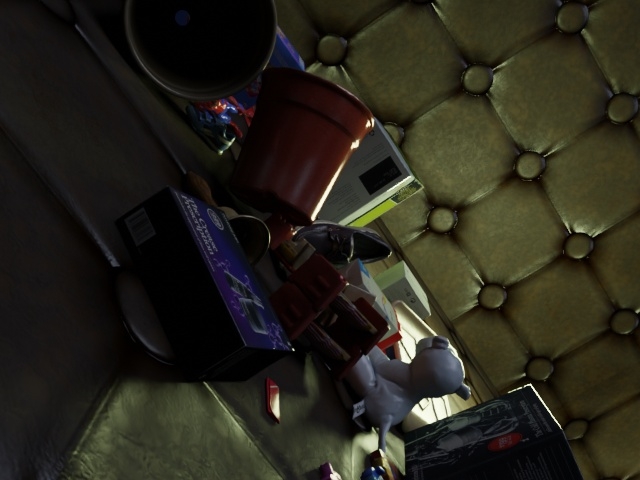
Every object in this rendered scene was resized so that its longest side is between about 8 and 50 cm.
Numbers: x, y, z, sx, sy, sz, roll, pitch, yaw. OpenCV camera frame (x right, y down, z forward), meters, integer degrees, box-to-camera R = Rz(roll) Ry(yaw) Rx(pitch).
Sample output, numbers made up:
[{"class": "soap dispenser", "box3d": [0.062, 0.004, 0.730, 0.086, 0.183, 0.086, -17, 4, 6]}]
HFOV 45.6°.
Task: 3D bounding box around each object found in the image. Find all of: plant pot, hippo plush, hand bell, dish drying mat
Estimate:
[{"class": "plant pot", "box3d": [-0.057, -0.189, 1.653, 0.272, 0.265, 0.272, 23, -11, 5]}, {"class": "hippo plush", "box3d": [0.182, 0.279, 1.656, 0.234, 0.236, 0.294, 58, 11, 1]}, {"class": "hand bell", "box3d": [-0.198, -0.055, 1.372, 0.126, 0.126, 0.242, 46, 3, -46]}, {"class": "dish drying mat", "box3d": [-0.075, 0.255, 1.218, 0.032, 0.008, 0.083, 53, 12, -26]}, {"class": "plant pot", "box3d": [-0.284, -0.486, 1.685, 0.323, 0.323, 0.280, 52, -4, -25]}]

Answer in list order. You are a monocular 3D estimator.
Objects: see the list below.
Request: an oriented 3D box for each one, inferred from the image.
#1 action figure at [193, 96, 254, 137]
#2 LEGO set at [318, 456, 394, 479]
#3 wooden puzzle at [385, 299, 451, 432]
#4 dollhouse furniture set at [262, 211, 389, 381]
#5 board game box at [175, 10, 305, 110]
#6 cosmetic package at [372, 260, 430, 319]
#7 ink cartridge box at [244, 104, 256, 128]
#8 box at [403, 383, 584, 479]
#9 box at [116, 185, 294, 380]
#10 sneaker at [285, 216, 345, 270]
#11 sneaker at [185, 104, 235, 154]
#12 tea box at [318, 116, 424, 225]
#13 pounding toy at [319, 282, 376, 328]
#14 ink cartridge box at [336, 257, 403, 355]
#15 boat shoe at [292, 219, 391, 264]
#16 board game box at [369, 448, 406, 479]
[{"class": "action figure", "box3d": [-0.219, -0.301, 1.881, 0.139, 0.091, 0.280, 52, 9, 19]}, {"class": "LEGO set", "box3d": [0.084, 0.411, 1.276, 0.227, 0.087, 0.093, 48, 15, -44]}, {"class": "wooden puzzle", "box3d": [0.252, 0.373, 2.005, 0.322, 0.080, 0.348, 43, 36, -47]}, {"class": "dollhouse furniture set", "box3d": [-0.046, 0.089, 1.546, 0.201, 0.152, 0.374, 46, -1, -42]}, {"class": "board game box", "box3d": [-0.235, -0.562, 2.150, 0.347, 0.233, 0.078, 51, 18, -30]}, {"class": "cosmetic package", "box3d": [0.235, 0.180, 2.364, 0.151, 0.151, 0.184, 57, 11, -10]}, {"class": "ink cartridge box", "box3d": [-0.161, -0.356, 2.371, 0.239, 0.060, 0.275, 46, 16, -49]}, {"class": "box", "box3d": [0.344, 0.467, 1.545, 0.343, 0.312, 0.179, -35, 101, -84]}, {"class": "box", "box3d": [-0.164, 0.069, 1.116, 0.261, 0.103, 0.184, 61, 9, 18]}, {"class": "sneaker", "box3d": [0.000, 0.000, 1.989, 0.297, 0.111, 0.129, 54, 2, -29]}, {"class": "sneaker", "box3d": [-0.251, -0.261, 1.729, 0.144, 0.059, 0.053, 46, 18, -41]}, {"class": "tea box", "box3d": [0.116, -0.182, 2.385, 0.220, 0.329, 0.323, 59, 10, 11]}, {"class": "pounding toy", "box3d": [0.041, 0.161, 1.668, 0.100, 0.141, 0.130, 25, -3, -9]}, {"class": "ink cartridge box", "box3d": [0.126, 0.173, 1.846, 0.231, 0.078, 0.134, 54, 12, -23]}, {"class": "boat shoe", "box3d": [0.052, 0.010, 1.874, 0.285, 0.103, 0.092, 5, 10, -35]}, {"class": "board game box", "box3d": [0.161, 0.535, 1.421, 0.145, 0.027, 0.281, 53, 12, -28]}]
